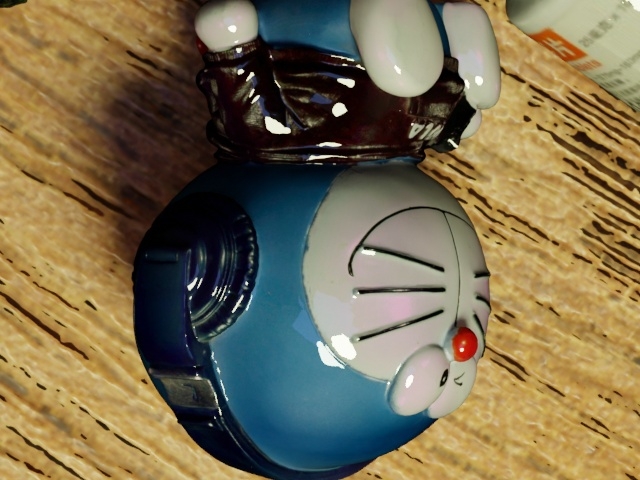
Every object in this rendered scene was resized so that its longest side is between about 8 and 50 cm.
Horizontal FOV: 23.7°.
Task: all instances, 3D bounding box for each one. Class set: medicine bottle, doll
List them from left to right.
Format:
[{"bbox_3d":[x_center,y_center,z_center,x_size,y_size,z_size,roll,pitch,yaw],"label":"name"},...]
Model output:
[{"bbox_3d":[0.000,0.000,0.971,0.240,0.284,0.309,1,91,38],"label":"doll"},{"bbox_3d":[0.197,-0.176,0.991,0.252,0.144,0.144,33,98,-16],"label":"medicine bottle"}]

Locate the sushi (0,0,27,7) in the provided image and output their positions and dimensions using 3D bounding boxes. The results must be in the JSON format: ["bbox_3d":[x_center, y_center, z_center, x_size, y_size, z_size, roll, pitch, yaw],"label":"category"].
[{"bbox_3d":[-0.256,-0.189,0.897,0.115,0.212,0.147,-23,98,3],"label":"sushi"}]
